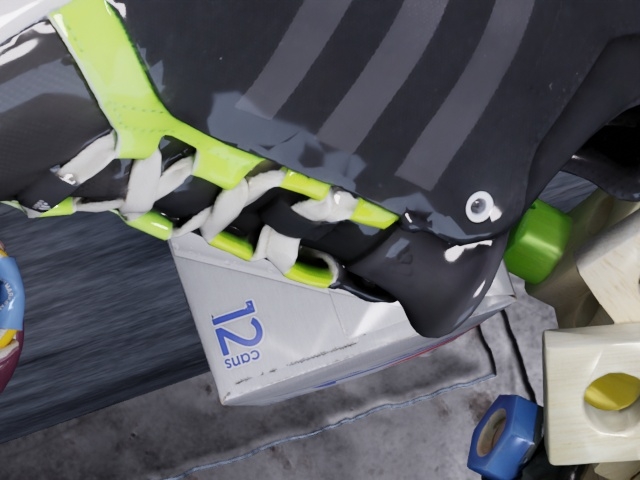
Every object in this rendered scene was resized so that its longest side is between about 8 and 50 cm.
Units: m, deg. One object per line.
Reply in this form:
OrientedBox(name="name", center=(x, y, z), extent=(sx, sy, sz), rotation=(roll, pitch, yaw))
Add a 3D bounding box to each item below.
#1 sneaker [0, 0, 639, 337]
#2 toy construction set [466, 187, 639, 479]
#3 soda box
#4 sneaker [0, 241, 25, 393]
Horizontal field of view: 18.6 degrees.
OrientedBox(name="sneaker", center=(0.005, -0.025, 0.404), extent=(0.234, 0.097, 0.084), rotation=(-16, 174, -30))
OrientedBox(name="toy construction set", center=(0.130, 0.034, 0.608), extent=(0.215, 0.151, 0.328), rotation=(-56, -179, 22))
OrientedBox(name="soda box", center=(0.000, 0.000, 0.677), extent=(0.091, 0.098, 0.286), rotation=(-19, 175, -1))
OrientedBox(name="sneaker", center=(-0.130, 0.031, 0.681), extent=(0.084, 0.070, 0.185), rotation=(-15, 177, 16))
